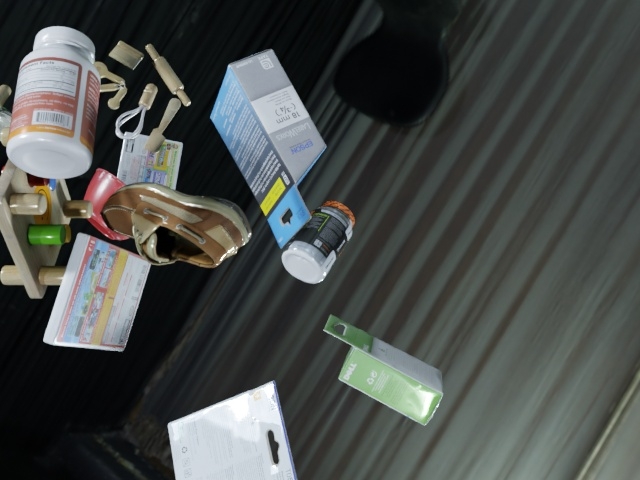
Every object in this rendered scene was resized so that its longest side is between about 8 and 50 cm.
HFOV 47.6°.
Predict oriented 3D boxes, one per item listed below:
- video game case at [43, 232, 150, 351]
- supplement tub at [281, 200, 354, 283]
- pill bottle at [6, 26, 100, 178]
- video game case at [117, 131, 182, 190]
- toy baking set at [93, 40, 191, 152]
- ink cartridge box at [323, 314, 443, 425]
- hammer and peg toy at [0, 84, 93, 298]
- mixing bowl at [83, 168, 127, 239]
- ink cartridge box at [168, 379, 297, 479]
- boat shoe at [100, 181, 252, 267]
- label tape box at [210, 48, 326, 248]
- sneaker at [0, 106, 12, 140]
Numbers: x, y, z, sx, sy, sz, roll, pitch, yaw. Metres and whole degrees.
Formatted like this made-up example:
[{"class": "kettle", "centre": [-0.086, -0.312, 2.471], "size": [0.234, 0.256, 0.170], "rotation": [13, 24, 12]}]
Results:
[{"class": "video game case", "centre": [-0.424, 0.110, 1.415], "size": [0.025, 0.203, 0.285], "rotation": [14, 172, 12]}, {"class": "supplement tub", "centre": [0.000, 0.000, 1.722], "size": [0.117, 0.190, 0.117], "rotation": [22, 143, 18]}, {"class": "pill bottle", "centre": [-0.403, -0.213, 1.113], "size": [0.121, 0.216, 0.121], "rotation": [-1, 156, -1]}, {"class": "video game case", "centre": [-0.577, -0.245, 2.444], "size": [0.194, 0.212, 0.023], "rotation": [10, 170, -13]}, {"class": "toy baking set", "centre": [-0.383, -0.309, 1.554], "size": [0.256, 0.197, 0.030], "rotation": [52, 152, 3]}, {"class": "ink cartridge box", "centre": [0.090, 0.204, 1.165], "size": [0.209, 0.062, 0.109], "rotation": [28, -169, 3]}, {"class": "hammer and peg toy", "centre": [-0.522, -0.106, 1.309], "size": [0.128, 0.265, 0.361], "rotation": [0, 135, 0]}, {"class": "mixing bowl", "centre": [-0.470, -0.067, 1.651], "size": [0.181, 0.098, 0.181], "rotation": [34, 160, 14]}, {"class": "ink cartridge box", "centre": [-0.208, 0.558, 1.801], "size": [0.071, 0.330, 0.324], "rotation": [44, -154, -56]}, {"class": "boat shoe", "centre": [-0.280, -0.022, 1.302], "size": [0.324, 0.119, 0.122], "rotation": [7, 137, 32]}, {"class": "label tape box", "centre": [-0.089, -0.177, 1.478], "size": [0.333, 0.106, 0.240], "rotation": [61, 158, 5]}, {"class": "sneaker", "centre": [-0.872, -0.249, 1.747], "size": [0.146, 0.134, 0.343], "rotation": [22, -152, 22]}]
